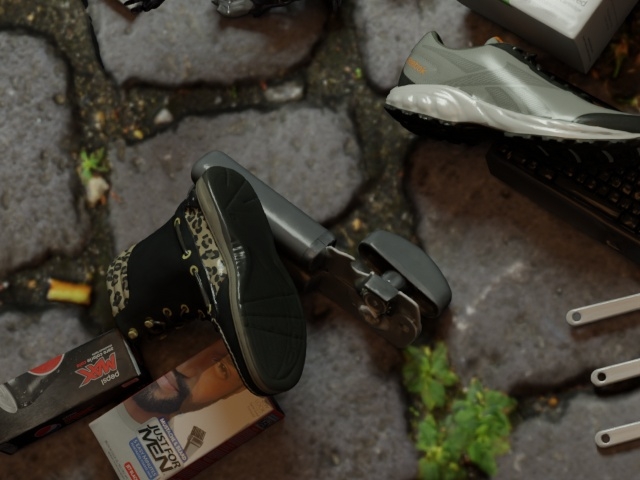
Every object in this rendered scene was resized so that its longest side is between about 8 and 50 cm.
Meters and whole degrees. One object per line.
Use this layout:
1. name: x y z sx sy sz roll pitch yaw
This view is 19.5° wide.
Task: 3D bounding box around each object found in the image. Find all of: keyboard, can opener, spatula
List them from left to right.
1. can opener: 0.000 0.000 1.847 0.283 0.076 0.095 37 55 17
2. keyboard: 0.334 -0.077 1.789 0.317 0.033 0.201 32 86 21
3. spatula: 0.362 0.100 1.767 0.242 0.019 0.168 -15 80 10

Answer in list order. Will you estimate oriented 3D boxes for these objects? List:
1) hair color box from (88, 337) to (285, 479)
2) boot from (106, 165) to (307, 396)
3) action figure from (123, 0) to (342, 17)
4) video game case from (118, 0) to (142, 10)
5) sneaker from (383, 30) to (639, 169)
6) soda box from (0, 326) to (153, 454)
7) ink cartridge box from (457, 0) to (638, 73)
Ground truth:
1. hair color box: -0.131 0.177 1.833 0.167 0.053 0.093 -33 73 2
2. boot: -0.113 0.069 1.796 0.178 0.085 0.236 -36 60 35
3. action figure: -0.070 -0.301 1.867 0.141 0.276 0.164 13 108 50
4. video game case: -0.208 -0.340 1.978 0.157 0.019 0.143 39 88 17
5. sneaker: 0.196 -0.136 1.781 0.272 0.100 0.108 16 81 22
6. soda box: -0.257 0.150 1.865 0.169 0.053 0.060 -27 74 5
7. ink cartridge box: 0.251 -0.300 1.822 0.160 0.092 0.219 32 83 22
